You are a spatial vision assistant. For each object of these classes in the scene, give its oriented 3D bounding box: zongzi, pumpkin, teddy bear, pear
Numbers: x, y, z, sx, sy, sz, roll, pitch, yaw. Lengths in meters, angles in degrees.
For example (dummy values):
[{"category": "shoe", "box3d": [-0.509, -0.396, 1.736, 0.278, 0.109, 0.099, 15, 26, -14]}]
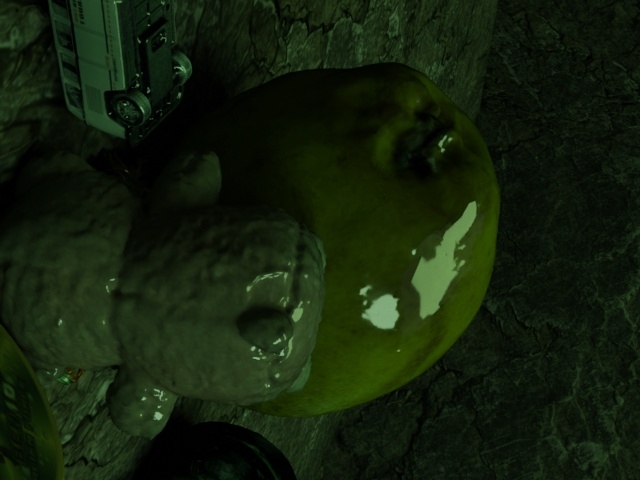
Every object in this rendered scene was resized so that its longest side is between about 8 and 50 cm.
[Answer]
[{"category": "zongzi", "box3d": [-0.201, -0.028, 0.751, 0.083, 0.067, 0.073, -45, 169, -17]}, {"category": "pumpkin", "box3d": [-0.148, 0.416, 1.146, 0.315, 0.238, 0.315, 18, 90, -71]}, {"category": "teddy bear", "box3d": [-0.128, 0.040, 0.645, 0.151, 0.267, 0.236, 19, 79, -76]}, {"category": "pear", "box3d": [0.000, 0.000, 0.863, 0.413, 0.352, 0.352, -41, -177, 33]}]

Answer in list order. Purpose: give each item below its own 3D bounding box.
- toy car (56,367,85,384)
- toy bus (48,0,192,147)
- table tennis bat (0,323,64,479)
[{"category": "toy car", "box3d": [-0.241, 0.101, 0.779, 0.122, 0.035, 0.059, 82, 28, -58]}, {"category": "toy bus", "box3d": [-0.155, -0.172, 0.612, 0.194, 0.089, 0.087, 96, 19, -44]}, {"category": "table tennis bat", "box3d": [-0.254, 0.072, 0.474, 0.050, 0.198, 0.321, -30, 138, 3]}]
